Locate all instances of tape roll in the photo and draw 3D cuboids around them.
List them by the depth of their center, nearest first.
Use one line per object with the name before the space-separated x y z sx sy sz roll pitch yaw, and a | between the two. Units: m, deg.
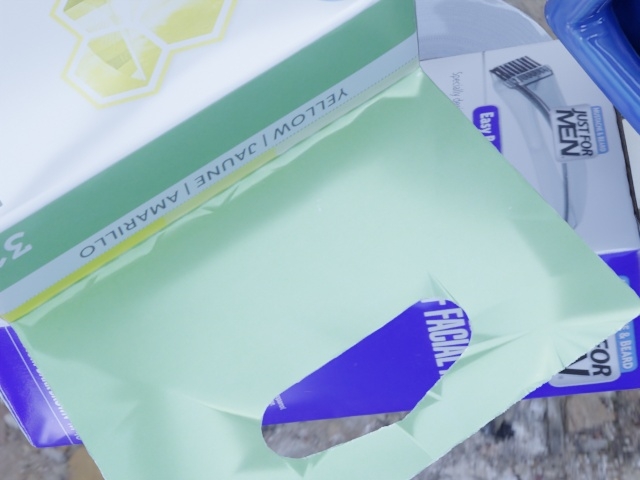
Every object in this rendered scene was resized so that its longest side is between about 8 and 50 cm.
tape roll | 0.091 -0.087 0.958 0.219 0.072 0.219 0 101 1

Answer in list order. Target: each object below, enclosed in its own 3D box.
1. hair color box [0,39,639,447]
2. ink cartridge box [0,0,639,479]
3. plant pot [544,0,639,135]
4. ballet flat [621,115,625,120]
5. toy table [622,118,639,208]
hair color box | 0.000 0.000 0.675 0.339 0.185 0.110 -8 130 13
ink cartridge box | -0.036 -0.028 0.390 0.171 0.056 0.235 -33 59 -12
plant pot | 0.256 -0.090 0.416 0.212 0.236 0.236 -42 91 -11
ballet flat | 0.263 -0.088 1.154 0.077 0.221 0.079 28 92 -31
toy table | 0.329 0.000 0.898 0.161 0.274 0.252 -28 68 42
